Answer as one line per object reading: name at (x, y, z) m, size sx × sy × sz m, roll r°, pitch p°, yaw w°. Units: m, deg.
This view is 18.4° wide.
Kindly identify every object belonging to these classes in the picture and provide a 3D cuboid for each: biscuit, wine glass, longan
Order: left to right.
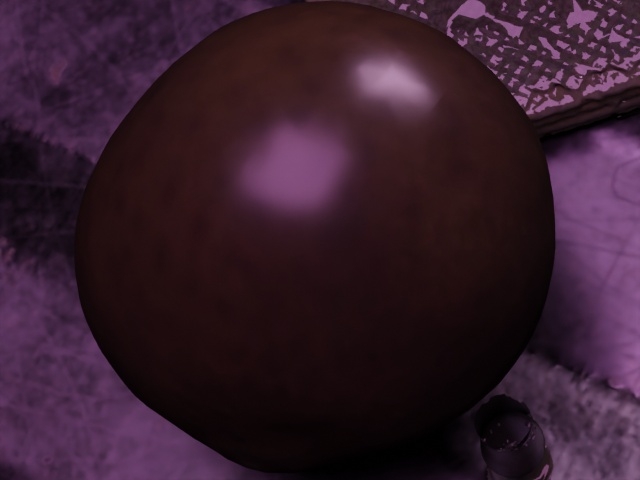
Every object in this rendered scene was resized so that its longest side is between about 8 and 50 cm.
longan at (0.000, 0.000, 1.056) m, size 0.258 × 0.258 × 0.258 m, roll -7°, pitch 65°, yaw 15°
wine glass at (0.102, 0.112, 1.063) m, size 0.042 × 0.083 × 0.039 m, roll -35°, pitch 66°, yaw -3°
biscuit at (0.121, -0.133, 1.183) m, size 0.252 × 0.052 × 0.150 m, roll -17°, pitch 64°, yaw 10°
